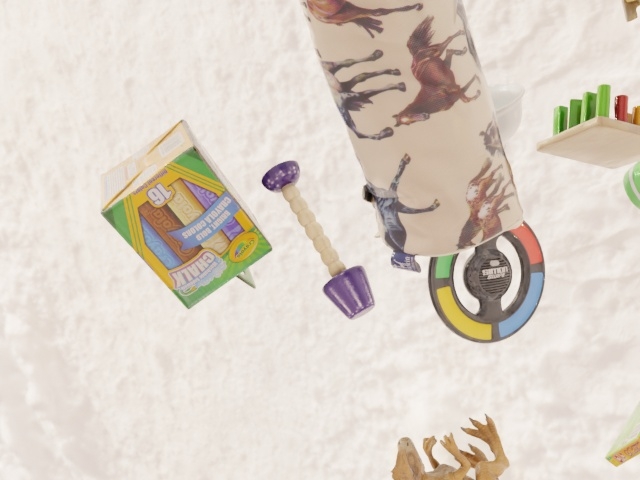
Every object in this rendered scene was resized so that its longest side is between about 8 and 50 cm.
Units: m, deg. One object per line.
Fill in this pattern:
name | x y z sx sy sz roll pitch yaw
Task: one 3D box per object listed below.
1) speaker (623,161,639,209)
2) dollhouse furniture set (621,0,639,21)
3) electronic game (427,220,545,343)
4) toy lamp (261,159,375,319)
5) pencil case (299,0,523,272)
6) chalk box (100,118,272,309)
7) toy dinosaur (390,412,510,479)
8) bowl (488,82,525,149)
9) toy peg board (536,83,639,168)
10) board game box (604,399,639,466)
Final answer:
speaker | 0.790 -0.166 1.421 0.131 0.131 0.296 57 144 5
dollhouse furniture set | 0.786 -0.586 1.410 0.201 0.374 0.152 -25 101 4
electronic game | 0.279 0.057 1.131 0.048 0.229 0.229 4 114 68
toy lamp | 0.000 0.000 1.094 0.080 0.080 0.274 -46 66 43
pencil case | 0.076 -0.172 0.724 0.183 0.160 0.410 -12 117 26
chalk box | -0.211 -0.023 1.155 0.289 0.179 0.180 56 179 -29
toy dinosaur | 0.134 0.208 0.533 0.211 0.112 0.064 31 126 -11
bowl | 0.377 -0.274 1.703 0.298 0.298 0.134 -3 119 42
toy peg board | 0.470 -0.186 1.114 0.161 0.161 0.079 158 121 -72
board game box | 0.654 0.324 1.334 0.039 0.259 0.124 37 147 15
